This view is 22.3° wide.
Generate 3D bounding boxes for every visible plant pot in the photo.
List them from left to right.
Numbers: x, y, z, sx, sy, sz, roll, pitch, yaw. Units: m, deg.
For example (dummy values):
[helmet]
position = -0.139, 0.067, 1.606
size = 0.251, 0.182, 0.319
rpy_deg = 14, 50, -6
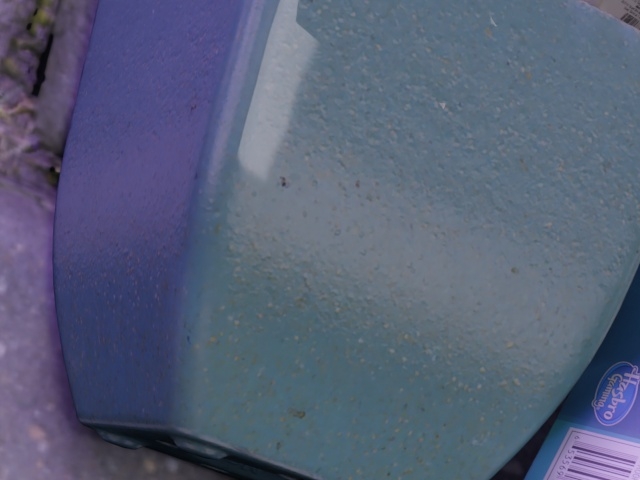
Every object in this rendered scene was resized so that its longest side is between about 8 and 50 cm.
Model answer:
[plant pot]
position = 0.000, 0.000, 0.814
size = 0.248, 0.247, 0.252
rpy_deg = 23, 76, -24

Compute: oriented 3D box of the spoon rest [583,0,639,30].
[spoon rest]
position = 0.242, -0.147, 1.078
size = 0.276, 0.137, 0.084
rpy_deg = 29, 31, -34

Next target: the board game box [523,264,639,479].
[board game box]
position = 0.217, 0.163, 0.880
size = 0.254, 0.079, 0.336
rpy_deg = -56, 141, -30
